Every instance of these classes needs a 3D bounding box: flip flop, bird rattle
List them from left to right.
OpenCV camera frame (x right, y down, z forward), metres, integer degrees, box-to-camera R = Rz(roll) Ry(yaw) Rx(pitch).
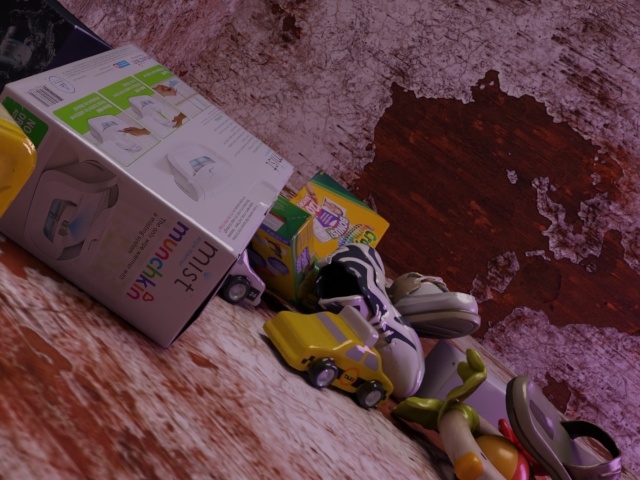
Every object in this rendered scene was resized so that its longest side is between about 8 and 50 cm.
[{"bbox_3d":[0.212,0.279,0.921,0.253,0.143,0.207,50,14,-17],"label":"bird rattle"},{"bbox_3d":[0.333,0.267,0.921,0.277,0.080,0.112,49,29,-20],"label":"flip flop"}]

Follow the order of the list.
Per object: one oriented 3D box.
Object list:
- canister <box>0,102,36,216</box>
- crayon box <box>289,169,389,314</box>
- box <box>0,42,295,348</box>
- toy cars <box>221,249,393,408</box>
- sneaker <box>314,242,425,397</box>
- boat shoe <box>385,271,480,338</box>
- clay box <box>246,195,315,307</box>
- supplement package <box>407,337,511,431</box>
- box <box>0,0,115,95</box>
[{"bbox_3d":[-0.273,-0.072,0.484,0.170,0.126,0.073,44,8,31],"label":"canister"},{"bbox_3d":[0.000,0.000,1.231,0.165,0.081,0.278,38,31,0],"label":"crayon box"},{"bbox_3d":[-0.166,-0.062,0.707,0.231,0.126,0.262,37,23,-8],"label":"box"},{"bbox_3d":[-0.055,0.066,0.890,0.394,0.087,0.176,38,6,0],"label":"toy cars"},{"bbox_3d":[0.057,0.115,1.005,0.153,0.094,0.234,-2,74,-60],"label":"sneaker"},{"bbox_3d":[0.152,0.102,1.159,0.113,0.103,0.302,17,-16,-19],"label":"boat shoe"},{"bbox_3d":[-0.072,0.010,0.988,0.127,0.053,0.222,32,-26,18],"label":"clay box"},{"bbox_3d":[0.230,0.250,1.090,0.179,0.105,0.105,37,6,-13],"label":"supplement package"},{"bbox_3d":[-0.368,-0.228,0.920,0.156,0.158,0.093,40,7,23],"label":"box"}]
